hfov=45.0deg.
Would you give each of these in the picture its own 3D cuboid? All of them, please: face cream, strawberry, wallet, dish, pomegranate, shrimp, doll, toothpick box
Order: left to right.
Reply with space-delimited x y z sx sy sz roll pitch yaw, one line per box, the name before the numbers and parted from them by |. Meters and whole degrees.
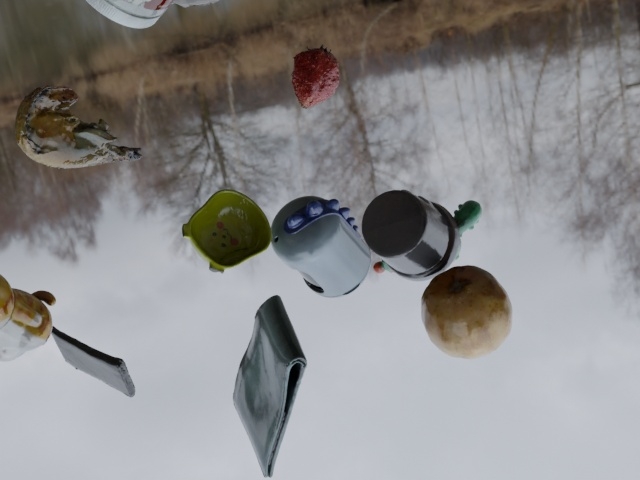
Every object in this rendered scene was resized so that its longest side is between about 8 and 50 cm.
doll | -0.707 0.158 1.685 0.167 0.162 0.269 -29 153 2
wallet | -0.607 0.321 2.051 0.285 0.146 0.030 19 -134 31
shrimp | -0.339 -0.163 1.163 0.066 0.117 0.262 23 -165 24
face cream | -0.348 -0.541 1.472 0.187 0.201 0.201 -39 174 34
dish | -0.279 -0.011 2.227 0.262 0.221 0.108 -40 177 -38
wallet | -0.107 0.289 1.561 0.054 0.290 0.251 10 -160 -22
strawberry | -0.016 -0.457 2.145 0.147 0.187 0.082 21 169 -10
toothpick box | 0.000 0.000 2.371 0.263 0.263 0.354 -7 151 24
pomegranate | 0.314 0.152 1.652 0.207 0.207 0.207 -12 -169 2

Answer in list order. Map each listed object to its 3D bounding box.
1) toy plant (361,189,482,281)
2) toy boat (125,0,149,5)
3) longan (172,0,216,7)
toy plant | 0.239 -0.006 1.768 0.185 0.279 0.400 38 -174 26
toy boat | -0.310 -0.410 0.994 0.141 0.140 0.269 -8 167 19
longan | -0.339 -0.780 1.912 0.404 0.404 0.436 -12 159 -1
